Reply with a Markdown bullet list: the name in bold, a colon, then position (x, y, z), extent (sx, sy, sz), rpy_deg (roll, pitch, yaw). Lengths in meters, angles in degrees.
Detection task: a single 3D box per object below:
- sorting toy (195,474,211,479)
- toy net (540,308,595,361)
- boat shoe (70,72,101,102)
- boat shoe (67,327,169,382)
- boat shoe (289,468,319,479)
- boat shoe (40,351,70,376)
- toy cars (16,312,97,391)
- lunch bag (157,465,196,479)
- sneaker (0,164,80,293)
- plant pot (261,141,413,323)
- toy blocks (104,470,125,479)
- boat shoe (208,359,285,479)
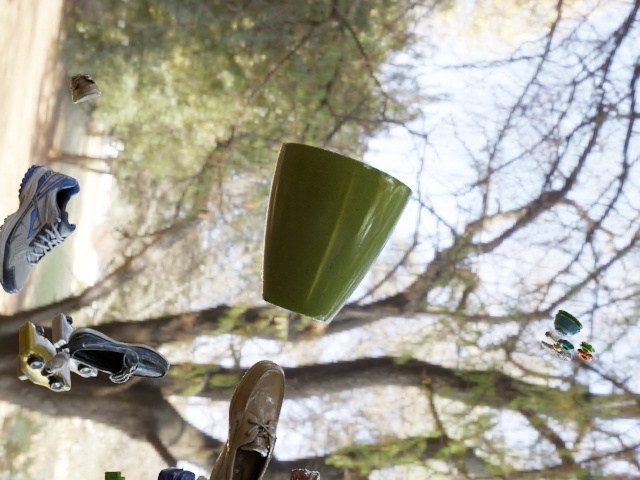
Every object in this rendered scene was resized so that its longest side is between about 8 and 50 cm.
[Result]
- **sorting toy**: position (-0.288, 0.700, 2.134), extent (0.307, 0.041, 0.229), rpy_deg (-57, 140, -81)
- **toy net**: position (0.580, 0.239, 2.034), extent (0.045, 0.122, 0.232), rpy_deg (-50, 162, -13)
- **boat shoe**: position (-0.406, -0.261, 1.488), extent (0.135, 0.050, 0.045), rpy_deg (21, -50, 67)
- **boat shoe**: position (-0.473, 0.281, 2.062), extent (0.095, 0.254, 0.079), rpy_deg (-50, -149, 20)
- **boat shoe**: position (-0.055, 0.498, 1.621), extent (0.178, 0.060, 0.064), rpy_deg (-60, 159, -50)
- **boat shoe**: position (-0.566, 0.266, 1.854), extent (0.100, 0.035, 0.035), rpy_deg (-29, -169, 42)
- **toy cars**: position (-0.636, 0.271, 2.069), extent (0.393, 0.087, 0.177), rpy_deg (-3, 73, -88)
- **lunch bag**: position (-0.288, 0.501, 1.753), extent (0.067, 0.065, 0.099), rpy_deg (11, 89, -69)
- **sneaker**: position (-0.268, -0.011, 0.836), extent (0.052, 0.058, 0.135), rpy_deg (92, 8, -66)
- **plant pot**: position (0.000, 0.000, 1.674), extent (0.294, 0.274, 0.275), rpy_deg (-70, -163, -5)
- **toy blocks**: position (-0.404, 0.732, 2.044), extent (0.190, 0.261, 0.382), rpy_deg (-13, -107, 38)
- **boat shoe**: position (-0.142, 0.431, 1.902), extent (0.110, 0.121, 0.341), rpy_deg (4, -105, 62)
